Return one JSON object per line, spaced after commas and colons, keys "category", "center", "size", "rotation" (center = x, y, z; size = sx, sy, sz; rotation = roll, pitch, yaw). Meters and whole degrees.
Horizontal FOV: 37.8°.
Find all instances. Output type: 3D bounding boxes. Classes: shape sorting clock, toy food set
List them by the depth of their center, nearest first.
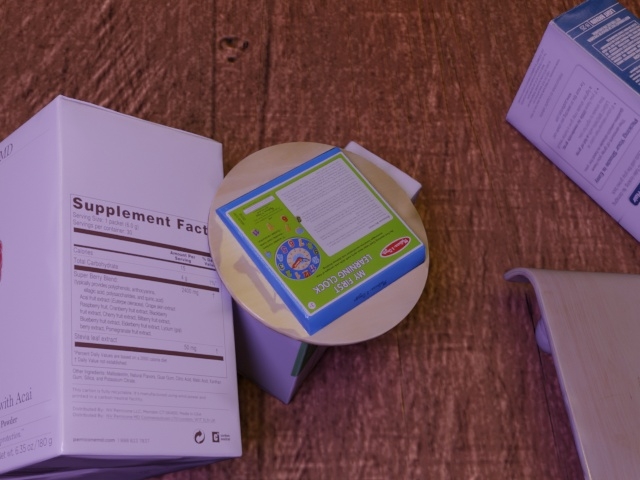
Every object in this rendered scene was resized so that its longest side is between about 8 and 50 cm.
{"category": "shape sorting clock", "center": [0.000, 0.000, 0.842], "size": [0.206, 0.040, 0.206], "rotation": [8, 56, -12]}
{"category": "toy food set", "center": [0.319, 0.165, 0.957], "size": [0.220, 0.092, 0.306], "rotation": [4, 58, -19]}

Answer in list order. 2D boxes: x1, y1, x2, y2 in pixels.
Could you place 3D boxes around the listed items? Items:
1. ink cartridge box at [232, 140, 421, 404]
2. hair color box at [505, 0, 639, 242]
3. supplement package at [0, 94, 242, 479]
{"category": "ink cartridge box", "center": [-0.001, 0.031, 0.943], "size": [0.093, 0.160, 0.219], "rotation": [33, 59, 10]}
{"category": "hair color box", "center": [0.391, -0.106, 1.078], "size": [0.105, 0.174, 0.347], "rotation": [-31, 67, -26]}
{"category": "supplement package", "center": [-0.197, 0.055, 0.821], "size": [0.175, 0.178, 0.292], "rotation": [13, 63, -42]}
